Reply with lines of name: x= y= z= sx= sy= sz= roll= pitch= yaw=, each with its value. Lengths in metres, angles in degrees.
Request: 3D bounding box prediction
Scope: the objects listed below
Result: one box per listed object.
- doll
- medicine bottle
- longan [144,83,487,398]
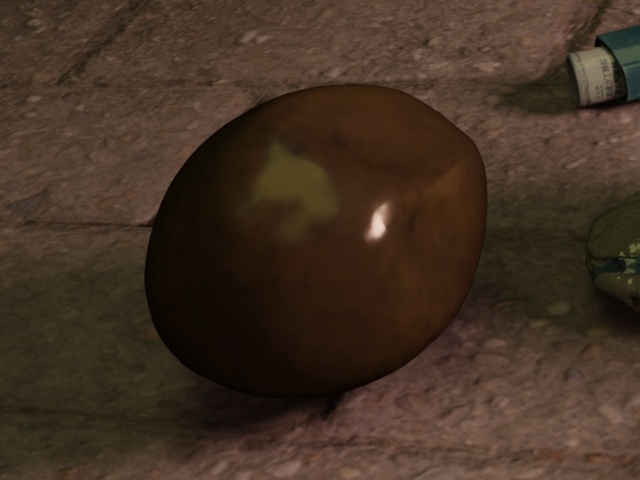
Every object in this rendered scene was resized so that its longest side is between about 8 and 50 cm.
doll: x=0.298 y=0.006 z=1.594 sx=0.103 sy=0.072 sz=0.214 roll=-7 pitch=27 yaw=10
medicine bottle: x=0.404 y=-0.216 z=1.921 sx=0.258 sy=0.079 sz=0.124 roll=-15 pitch=33 yaw=0
longan: x=0.000 y=0.000 z=1.539 sx=0.288 sy=0.288 sz=0.350 roll=13 pitch=37 yaw=39
